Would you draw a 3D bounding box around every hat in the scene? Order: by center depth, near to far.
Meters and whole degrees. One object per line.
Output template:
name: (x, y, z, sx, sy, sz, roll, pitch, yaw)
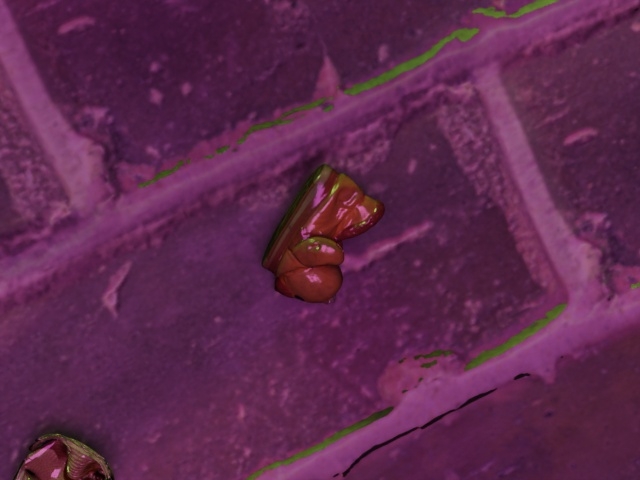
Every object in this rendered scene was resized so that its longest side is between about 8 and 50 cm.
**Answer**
hat: (-0.200, 0.194, 1.289, 0.076, 0.059, 0.077, 29, 87, 5)

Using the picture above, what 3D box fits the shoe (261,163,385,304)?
shoe: (0.001, -0.001, 1.288, 0.069, 0.072, 0.109, 25, 93, -6)
